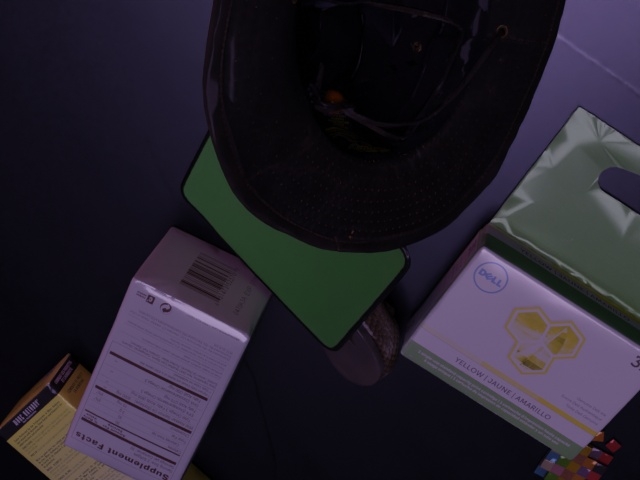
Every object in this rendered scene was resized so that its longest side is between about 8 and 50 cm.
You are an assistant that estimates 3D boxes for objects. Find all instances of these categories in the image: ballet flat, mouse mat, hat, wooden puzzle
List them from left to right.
[{"bbox_3d":[-0.025,-0.013,0.892,0.189,0.007,0.152,47,140,9],"label":"mouse mat"},{"bbox_3d":[0.000,0.000,0.929,0.084,0.058,0.250,-14,108,48],"label":"ballet flat"},{"bbox_3d":[0.027,-0.164,0.785,0.134,0.331,0.331,33,129,47],"label":"hat"},{"bbox_3d":[0.217,0.192,0.996,0.049,0.006,0.083,26,117,-1],"label":"wooden puzzle"}]

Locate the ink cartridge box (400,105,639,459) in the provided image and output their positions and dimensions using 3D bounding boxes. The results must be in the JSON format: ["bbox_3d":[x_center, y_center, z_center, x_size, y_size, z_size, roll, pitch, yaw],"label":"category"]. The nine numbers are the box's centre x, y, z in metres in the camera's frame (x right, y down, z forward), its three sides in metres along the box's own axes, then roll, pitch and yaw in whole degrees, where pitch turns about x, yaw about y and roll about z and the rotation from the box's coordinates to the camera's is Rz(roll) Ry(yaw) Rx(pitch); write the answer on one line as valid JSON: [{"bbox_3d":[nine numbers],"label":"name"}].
[{"bbox_3d":[0.196,0.040,0.904,0.171,0.056,0.235,33,119,-4],"label":"ink cartridge box"}]

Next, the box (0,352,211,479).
[{"bbox_3d":[-0.176,0.214,1.060,0.232,0.058,0.087,43,116,-9],"label":"box"}]

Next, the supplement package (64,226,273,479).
[{"bbox_3d":[-0.124,0.101,0.969,0.105,0.105,0.179,26,118,-1],"label":"supplement package"}]
